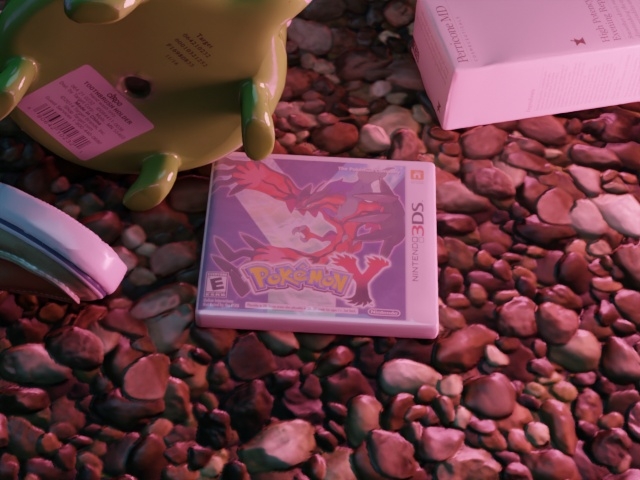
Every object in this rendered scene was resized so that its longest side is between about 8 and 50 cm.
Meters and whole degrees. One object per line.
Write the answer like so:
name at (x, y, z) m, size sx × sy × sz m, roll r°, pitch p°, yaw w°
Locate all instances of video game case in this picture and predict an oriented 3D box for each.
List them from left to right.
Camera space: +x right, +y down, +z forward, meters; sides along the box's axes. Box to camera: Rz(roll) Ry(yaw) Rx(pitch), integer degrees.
video game case at (0.000, 0.000, 1.158) m, size 0.201 × 0.023 × 0.183 m, roll 3°, pitch 51°, yaw 0°

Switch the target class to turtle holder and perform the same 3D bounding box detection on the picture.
turtle holder at (-0.135, -0.205, 1.136) m, size 0.243 × 0.320 × 0.227 m, roll 19°, pitch 48°, yaw -16°

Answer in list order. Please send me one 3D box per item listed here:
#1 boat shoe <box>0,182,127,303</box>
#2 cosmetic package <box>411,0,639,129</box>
boat shoe at (-0.301, 0.002, 1.108) m, size 0.302 × 0.109 × 0.094 m, roll 18°, pitch 68°, yaw 23°
cosmetic package at (0.213, -0.186, 1.277) m, size 0.231 × 0.085 × 0.117 m, roll -9°, pitch 52°, yaw -11°
